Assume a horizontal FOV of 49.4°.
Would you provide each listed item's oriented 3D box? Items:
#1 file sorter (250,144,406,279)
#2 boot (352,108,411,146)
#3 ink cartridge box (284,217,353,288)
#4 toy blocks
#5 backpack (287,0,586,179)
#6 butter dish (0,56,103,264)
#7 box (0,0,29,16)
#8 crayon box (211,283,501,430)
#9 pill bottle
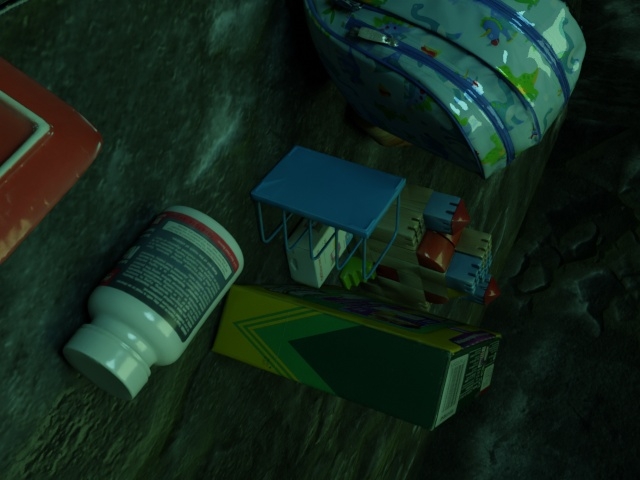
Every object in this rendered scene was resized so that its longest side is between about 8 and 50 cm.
[{"bbox_3d":[0.012,-0.036,0.945,0.118,0.170,0.104,-52,153,-39],"label":"file sorter"},{"bbox_3d":[0.159,-0.291,1.163,0.220,0.109,0.284,3,104,-65],"label":"boot"},{"bbox_3d":[0.000,0.000,1.086,0.122,0.052,0.089,-54,151,-33],"label":"ink cartridge box"},{"bbox_3d":[0.187,0.023,1.251,0.191,0.260,0.381,-62,154,-22],"label":"toy blocks"},{"bbox_3d":[0.137,-0.237,0.850,0.273,0.355,0.290,-65,156,-15],"label":"backpack"},{"bbox_3d":[-0.249,-0.040,0.436,0.160,0.160,0.118,-59,-170,-31],"label":"butter dish"},{"bbox_3d":[-0.222,-0.225,0.343,0.183,0.059,0.233,-46,132,-31],"label":"box"},{"bbox_3d":[0.073,0.150,1.020,0.363,0.313,0.106,10,94,-66],"label":"crayon box"},{"bbox_3d":[-0.166,0.061,0.695,0.180,0.108,0.108,-57,152,-33],"label":"pill bottle"}]
